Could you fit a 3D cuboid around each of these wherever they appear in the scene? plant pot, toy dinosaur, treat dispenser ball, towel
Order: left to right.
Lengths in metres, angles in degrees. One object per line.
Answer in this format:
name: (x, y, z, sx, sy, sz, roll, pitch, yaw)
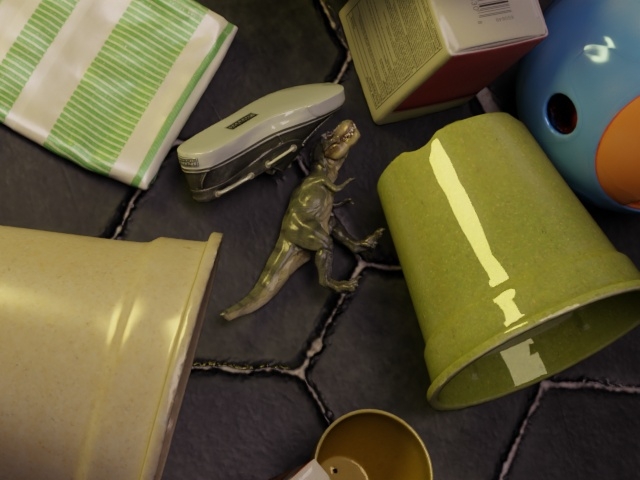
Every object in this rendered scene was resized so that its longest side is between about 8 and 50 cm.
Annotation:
plant pot: (-0.281, 0.115, 1.485, 0.305, 0.334, 0.333, 15, 70, -3)
towel: (-0.280, -0.223, 1.712, 0.325, 0.038, 0.248, 30, 69, -8)
toy dinosaur: (0.000, 0.000, 1.732, 0.118, 0.064, 0.268, 28, 70, -2)
plant pot: (0.038, 0.253, 1.648, 0.134, 0.095, 0.134, 7, 71, -21)
plant pot: (0.192, 0.010, 1.699, 0.276, 0.276, 0.254, -17, 70, -22)
treat dispenser ball: (0.367, -0.172, 1.775, 0.288, 0.288, 0.288, 5, 74, -17)

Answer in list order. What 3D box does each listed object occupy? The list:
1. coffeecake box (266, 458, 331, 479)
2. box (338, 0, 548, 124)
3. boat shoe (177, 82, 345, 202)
coffeecake box: (-0.063, 0.298, 1.555, 0.142, 0.185, 0.068, -39, 89, -24)
box: (0.133, -0.243, 1.746, 0.127, 0.232, 0.148, -14, 81, -21)
boat shoe: (-0.061, -0.111, 1.740, 0.219, 0.078, 0.070, -28, 120, -26)
